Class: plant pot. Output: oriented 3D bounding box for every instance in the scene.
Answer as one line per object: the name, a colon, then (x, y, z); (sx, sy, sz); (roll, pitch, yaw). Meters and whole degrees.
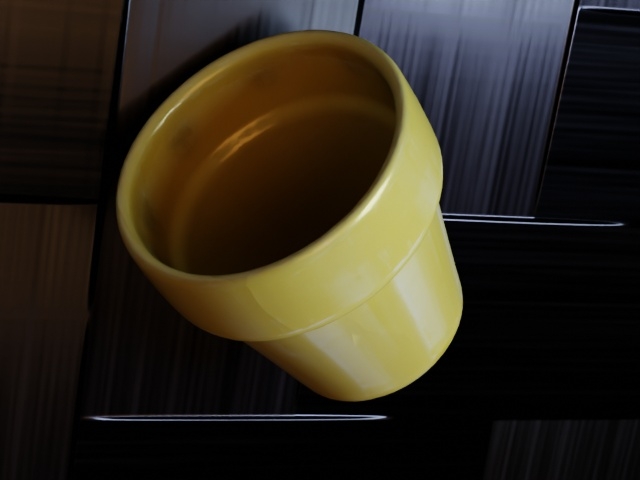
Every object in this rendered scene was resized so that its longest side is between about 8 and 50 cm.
plant pot: (0.000, 0.000, 1.424); (0.254, 0.254, 0.239); (-37, 134, -2)
